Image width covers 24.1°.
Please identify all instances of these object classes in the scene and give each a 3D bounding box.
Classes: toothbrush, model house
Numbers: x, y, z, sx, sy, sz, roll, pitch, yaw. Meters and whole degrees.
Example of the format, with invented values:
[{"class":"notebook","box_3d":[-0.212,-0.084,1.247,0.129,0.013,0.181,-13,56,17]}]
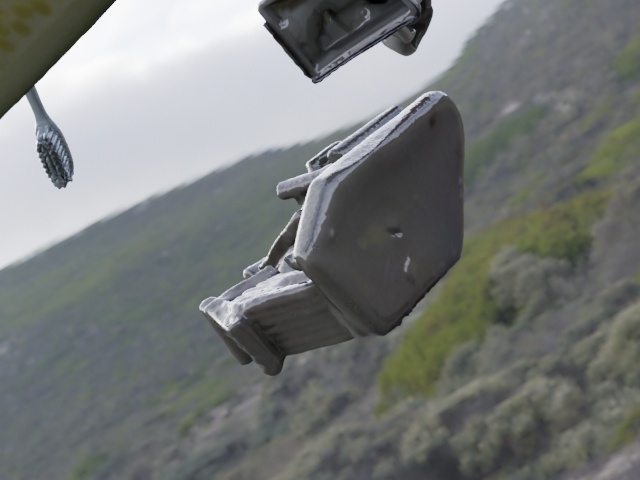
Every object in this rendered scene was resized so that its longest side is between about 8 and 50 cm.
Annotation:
[{"class":"toothbrush","box_3d":[-0.199,-0.147,0.890,0.019,0.276,0.025,-14,32,6]},{"class":"model house","box_3d":[0.007,0.004,1.101,0.188,0.122,0.229,-27,12,42]}]

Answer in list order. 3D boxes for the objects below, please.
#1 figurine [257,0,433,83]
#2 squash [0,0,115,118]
[{"class":"figurine","box_3d":[0.060,-0.254,1.053,0.308,0.143,0.308,-58,-10,-16]},{"class":"squash","box_3d":[-0.160,-0.175,0.716,0.252,0.093,0.169,-43,-32,15]}]
